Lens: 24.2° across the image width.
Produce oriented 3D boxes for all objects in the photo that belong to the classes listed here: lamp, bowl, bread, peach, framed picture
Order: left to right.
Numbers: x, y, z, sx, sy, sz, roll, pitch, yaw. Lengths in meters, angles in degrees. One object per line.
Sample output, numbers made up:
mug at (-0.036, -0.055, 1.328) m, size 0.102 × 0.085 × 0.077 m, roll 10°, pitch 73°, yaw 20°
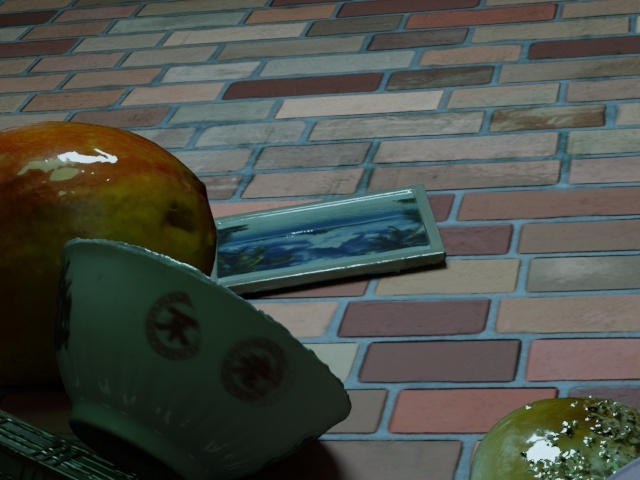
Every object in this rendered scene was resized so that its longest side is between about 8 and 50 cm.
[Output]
lamp at (-0.310, 0.221, 1.465) m, size 0.325 × 0.090 × 0.089 m, roll 22°, pitch 13°, yaw 20°
peach at (-0.300, 0.010, 1.762) m, size 0.373 × 0.372 × 0.290 m, roll -14°, pitch 44°, yaw -9°
bowl at (-0.150, 0.155, 1.502) m, size 0.337 × 0.337 × 0.157 m, roll 13°, pitch 64°, yaw 37°
framed picture at (0.000, 0.000, 1.999) m, size 0.315 × 0.024 × 0.232 m, roll -9°, pitch 25°, yaw -1°
bread at (0.242, 0.246, 1.143) m, size 0.159 × 0.305 × 0.305 m, roll -39°, pitch 17°, yaw 22°

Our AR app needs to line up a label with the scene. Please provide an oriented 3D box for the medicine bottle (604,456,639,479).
medicine bottle at (0.274, 0.300, 0.906) m, size 0.202 × 0.316 × 0.202 m, roll -49°, pitch 2°, yaw 3°
